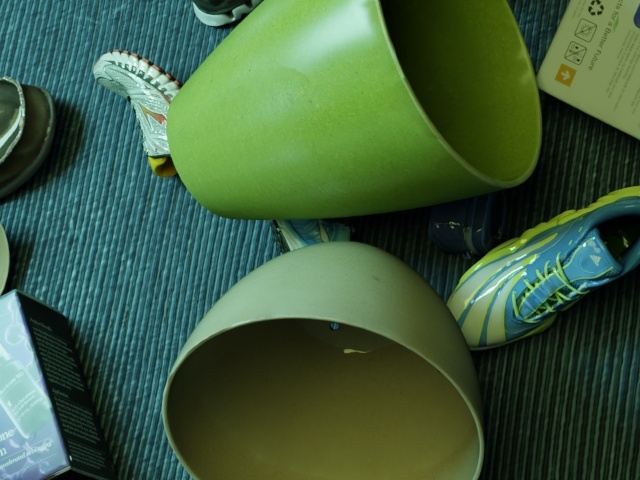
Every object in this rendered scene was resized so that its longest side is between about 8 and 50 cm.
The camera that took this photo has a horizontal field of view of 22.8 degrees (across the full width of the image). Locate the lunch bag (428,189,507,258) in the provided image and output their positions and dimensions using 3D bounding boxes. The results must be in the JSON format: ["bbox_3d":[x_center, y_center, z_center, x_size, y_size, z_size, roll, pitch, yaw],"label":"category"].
[{"bbox_3d":[0.147,-0.028,1.533,0.065,0.067,0.098,4,73,21],"label":"lunch bag"}]

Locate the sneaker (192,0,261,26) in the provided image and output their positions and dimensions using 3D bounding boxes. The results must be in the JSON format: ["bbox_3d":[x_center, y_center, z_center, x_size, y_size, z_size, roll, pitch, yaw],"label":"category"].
[{"bbox_3d":[-0.048,-0.315,1.679,0.234,0.106,0.078,-30,66,8],"label":"sneaker"}]

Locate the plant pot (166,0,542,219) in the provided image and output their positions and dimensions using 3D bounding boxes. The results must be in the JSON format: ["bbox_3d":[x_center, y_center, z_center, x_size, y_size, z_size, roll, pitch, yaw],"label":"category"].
[{"bbox_3d":[0.011,-0.130,1.477,0.293,0.274,0.275,-22,65,31],"label":"plant pot"}]

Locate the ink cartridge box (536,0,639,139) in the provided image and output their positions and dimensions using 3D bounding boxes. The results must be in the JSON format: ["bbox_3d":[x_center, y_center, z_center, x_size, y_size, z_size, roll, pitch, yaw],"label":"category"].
[{"bbox_3d":[0.390,-0.144,1.453,0.371,0.069,0.176,32,109,28],"label":"ink cartridge box"}]

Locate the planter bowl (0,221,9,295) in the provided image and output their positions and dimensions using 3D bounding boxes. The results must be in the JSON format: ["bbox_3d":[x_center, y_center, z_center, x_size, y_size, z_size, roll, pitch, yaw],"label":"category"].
[{"bbox_3d":[-0.428,0.019,1.692,0.109,0.162,0.162,8,73,51],"label":"planter bowl"}]

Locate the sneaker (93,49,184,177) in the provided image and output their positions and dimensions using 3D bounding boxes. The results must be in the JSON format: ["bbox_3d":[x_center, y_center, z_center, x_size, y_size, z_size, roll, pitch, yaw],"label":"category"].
[{"bbox_3d":[-0.165,-0.122,1.667,0.225,0.088,0.093,39,90,27],"label":"sneaker"}]

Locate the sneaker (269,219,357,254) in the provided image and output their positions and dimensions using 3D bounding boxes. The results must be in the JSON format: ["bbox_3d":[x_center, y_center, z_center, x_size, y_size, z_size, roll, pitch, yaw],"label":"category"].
[{"bbox_3d":[0.000,0.000,1.593,0.073,0.063,0.162,-29,67,-12],"label":"sneaker"}]

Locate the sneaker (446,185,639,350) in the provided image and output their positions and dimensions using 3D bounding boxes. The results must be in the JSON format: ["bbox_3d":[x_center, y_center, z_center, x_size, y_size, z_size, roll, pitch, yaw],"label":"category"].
[{"bbox_3d":[0.215,0.022,1.452,0.240,0.126,0.091,-34,84,6],"label":"sneaker"}]

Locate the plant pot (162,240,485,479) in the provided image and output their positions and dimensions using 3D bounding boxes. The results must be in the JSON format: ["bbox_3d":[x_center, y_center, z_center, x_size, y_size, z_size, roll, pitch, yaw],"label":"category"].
[{"bbox_3d":[0.015,0.110,1.449,0.284,0.284,0.191,-8,38,18],"label":"plant pot"}]

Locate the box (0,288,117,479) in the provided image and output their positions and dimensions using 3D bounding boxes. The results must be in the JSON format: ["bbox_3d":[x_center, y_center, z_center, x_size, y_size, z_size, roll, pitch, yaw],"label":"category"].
[{"bbox_3d":[-0.319,0.179,1.611,0.153,0.108,0.207,-28,66,10],"label":"box"}]

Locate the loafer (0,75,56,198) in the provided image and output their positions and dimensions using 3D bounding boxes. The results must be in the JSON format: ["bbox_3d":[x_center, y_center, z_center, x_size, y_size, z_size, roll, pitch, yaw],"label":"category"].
[{"bbox_3d":[-0.466,-0.101,1.745,0.365,0.130,0.134,-13,68,15],"label":"loafer"}]
